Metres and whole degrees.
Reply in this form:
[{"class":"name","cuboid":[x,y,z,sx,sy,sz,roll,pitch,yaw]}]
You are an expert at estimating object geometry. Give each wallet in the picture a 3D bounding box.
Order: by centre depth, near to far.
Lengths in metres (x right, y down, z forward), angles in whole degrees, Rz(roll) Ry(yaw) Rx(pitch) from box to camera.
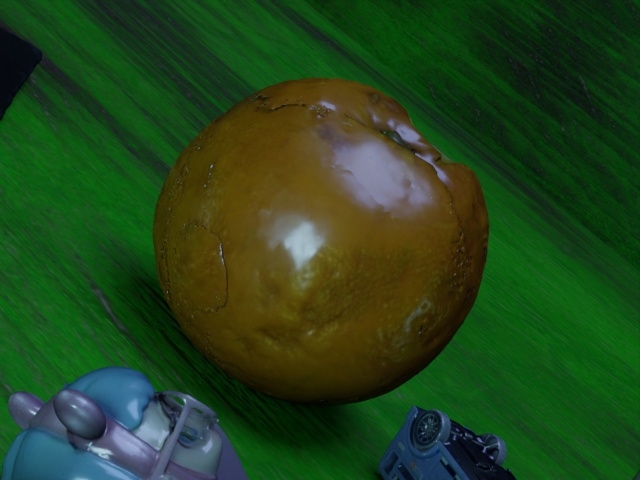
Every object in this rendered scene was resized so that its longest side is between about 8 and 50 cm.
[{"class":"wallet","cuboid":[-0.317,-0.159,1.151,0.146,0.030,0.285,30,14,-12]}]

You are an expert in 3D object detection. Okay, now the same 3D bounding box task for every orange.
[{"class":"orange","cuboid":[0.000,0.000,0.981,0.240,0.240,0.240,33,14,-10]}]

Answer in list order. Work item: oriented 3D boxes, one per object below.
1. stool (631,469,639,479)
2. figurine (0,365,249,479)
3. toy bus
[{"class":"stool","cuboid":[0.410,0.270,1.171,0.269,0.170,0.243,43,16,26]},{"class":"figurine","cuboid":[-0.028,0.152,0.638,0.260,0.103,0.205,35,-12,-19]},{"class":"toy bus","cuboid":[0.107,0.186,0.930,0.073,0.076,0.167,28,14,-34]}]
